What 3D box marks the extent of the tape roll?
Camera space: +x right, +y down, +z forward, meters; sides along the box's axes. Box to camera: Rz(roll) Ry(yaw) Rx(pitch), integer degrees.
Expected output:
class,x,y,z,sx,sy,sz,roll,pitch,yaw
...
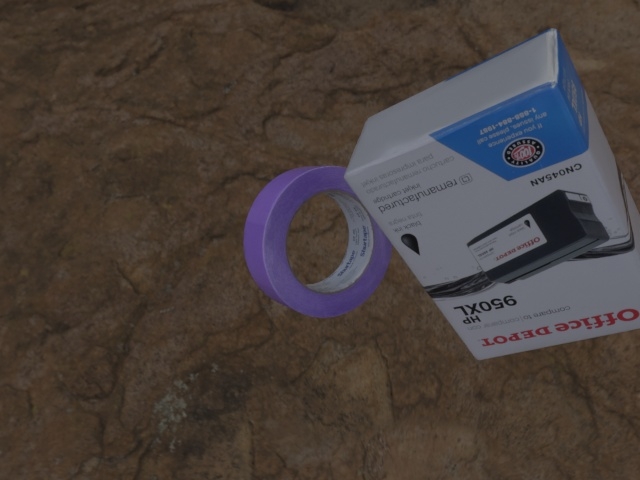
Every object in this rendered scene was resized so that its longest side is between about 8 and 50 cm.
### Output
class,x,y,z,sx,sy,sz,roll,pitch,yaw
tape roll,0.000,0.000,1.049,0.275,0.275,0.090,-48,25,-17

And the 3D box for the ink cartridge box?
class,x,y,z,sx,sy,sz,roll,pitch,yaw
ink cartridge box,0.266,-0.034,0.793,0.285,0.395,0.166,-21,31,34
